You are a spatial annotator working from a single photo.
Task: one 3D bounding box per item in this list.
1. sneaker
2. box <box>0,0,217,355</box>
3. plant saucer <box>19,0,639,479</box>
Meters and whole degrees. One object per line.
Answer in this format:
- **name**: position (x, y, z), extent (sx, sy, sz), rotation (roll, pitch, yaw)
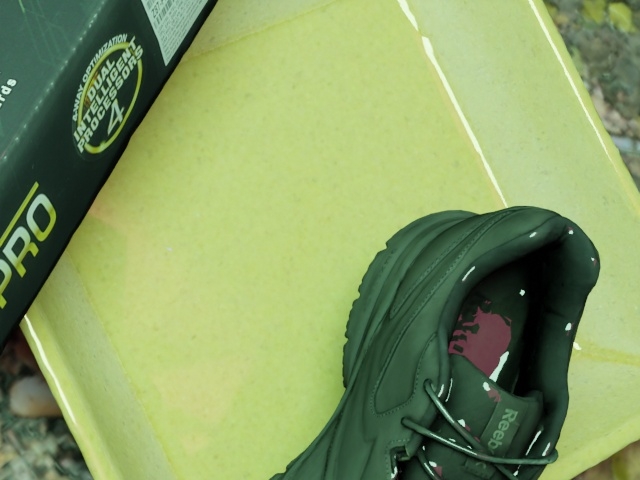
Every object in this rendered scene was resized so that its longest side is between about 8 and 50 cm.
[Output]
- **sneaker**: position (0.040, 0.105, 0.580), extent (0.109, 0.130, 0.286), rotation (24, 73, -15)
- **box**: position (-0.251, -0.060, 0.555), extent (0.318, 0.097, 0.395), rotation (22, 69, 17)
- **plant saucer**: position (0.000, 0.000, 0.701), extent (0.332, 0.081, 0.333), rotation (-25, 88, -22)
